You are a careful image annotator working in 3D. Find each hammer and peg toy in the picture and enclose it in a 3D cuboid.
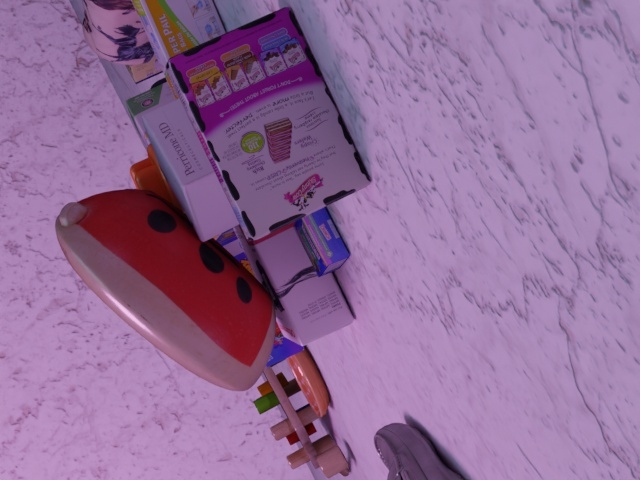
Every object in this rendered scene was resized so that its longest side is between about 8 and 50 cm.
[{"bbox_3d":[-0.057,0.450,2.713,0.361,0.127,0.266,58,172,33],"label":"hammer and peg toy"}]

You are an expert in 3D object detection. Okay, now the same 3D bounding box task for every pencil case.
[{"bbox_3d":[-0.373,-0.464,2.054,0.410,0.160,0.183,110,143,-75],"label":"pencil case"}]

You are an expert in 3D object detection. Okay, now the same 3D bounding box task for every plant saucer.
[{"bbox_3d":[-0.030,0.302,2.537,0.200,0.037,0.200,61,170,19],"label":"plant saucer"}]

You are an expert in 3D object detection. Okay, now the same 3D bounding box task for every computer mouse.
[{"bbox_3d":[-0.331,-0.306,2.463,0.242,0.071,0.041,125,124,-80],"label":"computer mouse"}]

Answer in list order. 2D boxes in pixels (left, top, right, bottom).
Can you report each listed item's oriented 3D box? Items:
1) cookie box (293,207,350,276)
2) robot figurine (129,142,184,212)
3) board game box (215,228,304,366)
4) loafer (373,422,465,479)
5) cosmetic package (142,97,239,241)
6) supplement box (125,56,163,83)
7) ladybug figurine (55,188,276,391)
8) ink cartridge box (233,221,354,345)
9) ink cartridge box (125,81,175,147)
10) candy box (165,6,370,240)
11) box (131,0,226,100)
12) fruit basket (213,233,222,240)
[{"bbox_3d":[0.000,0.000,1.674,0.091,0.040,0.107,63,169,7],"label":"cookie box"},{"bbox_3d":[-0.194,-0.123,1.829,0.128,0.219,0.158,62,168,13],"label":"robot figurine"},{"bbox_3d":[-0.113,0.086,2.120,0.347,0.078,0.233,-93,-22,-85],"label":"board game box"},{"bbox_3d":[0.139,0.367,1.672,0.112,0.111,0.319,68,169,-19],"label":"loafer"},{"bbox_3d":[-0.136,-0.126,1.642,0.151,0.184,0.151,57,168,30],"label":"cosmetic package"},{"bbox_3d":[-0.383,-0.399,2.452,0.056,0.083,0.083,59,167,21],"label":"supplement box"},{"bbox_3d":[-0.220,0.063,1.743,0.449,0.162,0.305,43,-177,-41],"label":"ladybug figurine"},{"bbox_3d":[-0.052,0.045,1.864,0.237,0.100,0.172,65,170,-5],"label":"ink cartridge box"},{"bbox_3d":[-0.243,-0.194,2.071,0.212,0.154,0.093,56,167,35],"label":"ink cartridge box"},{"bbox_3d":[-0.063,-0.136,1.340,0.233,0.159,0.071,65,171,-4],"label":"candy box"},{"bbox_3d":[-0.211,-0.322,1.756,0.203,0.103,0.114,67,169,-18],"label":"box"},{"bbox_3d":[-0.251,-0.076,2.514,0.327,0.165,0.353,56,151,33],"label":"fruit basket"}]
